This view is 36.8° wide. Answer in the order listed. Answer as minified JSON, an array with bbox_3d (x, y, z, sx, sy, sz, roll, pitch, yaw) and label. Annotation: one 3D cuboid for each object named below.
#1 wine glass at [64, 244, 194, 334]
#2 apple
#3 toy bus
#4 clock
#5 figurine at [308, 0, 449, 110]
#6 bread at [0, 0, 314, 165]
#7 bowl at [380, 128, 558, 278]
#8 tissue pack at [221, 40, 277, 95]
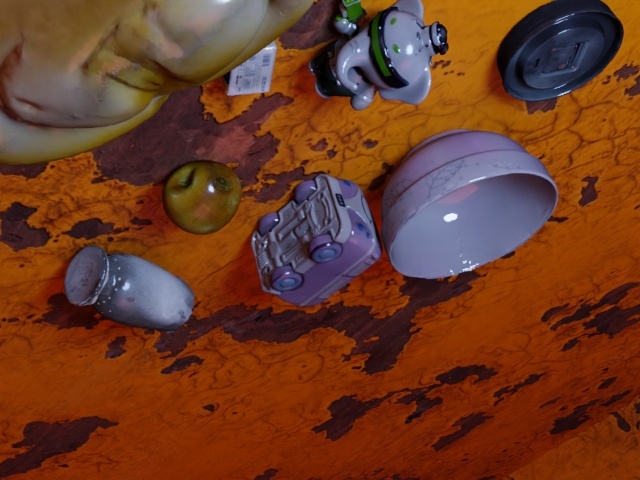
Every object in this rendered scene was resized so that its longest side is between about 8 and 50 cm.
[{"bbox_3d":[-0.302,0.081,1.531,0.111,0.111,0.204,-35,144,26],"label":"wine glass"},{"bbox_3d":[-0.171,-0.063,1.387,0.114,0.099,0.102,-28,146,22],"label":"apple"},{"bbox_3d":[0.000,0.000,1.546,0.142,0.142,0.202,19,134,-39],"label":"toy bus"},{"bbox_3d":[0.343,-0.275,1.384,0.185,0.040,0.184,-15,150,-9],"label":"clock"},{"bbox_3d":[0.075,-0.235,1.222,0.192,0.147,0.126,-14,174,30],"label":"figurine"},{"bbox_3d":[-0.196,-0.257,0.911,0.424,0.245,0.329,-25,149,19],"label":"bread"},{"bbox_3d":[0.219,-0.073,1.537,0.287,0.143,0.287,-15,149,-9],"label":"bowl"},{"bbox_3d":[-0.092,-0.225,1.220,0.062,0.042,0.083,-11,149,-17],"label":"tissue pack"}]
